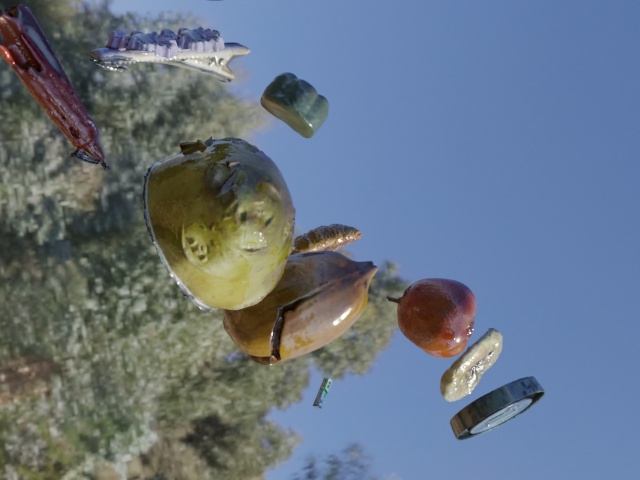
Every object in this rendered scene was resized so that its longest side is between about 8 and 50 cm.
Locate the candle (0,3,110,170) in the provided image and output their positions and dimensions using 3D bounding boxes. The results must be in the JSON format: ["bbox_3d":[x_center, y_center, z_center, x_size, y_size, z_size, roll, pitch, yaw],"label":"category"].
[{"bbox_3d":[-0.416,-0.232,1.401,0.059,0.084,0.302,8,-42,43],"label":"candle"}]

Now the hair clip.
[{"bbox_3d":[-0.227,-0.283,1.339,0.106,0.292,0.085,26,-67,33],"label":"hair clip"}]

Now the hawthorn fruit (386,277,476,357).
[{"bbox_3d":[0.265,0.174,2.145,0.225,0.196,0.197,20,-55,13],"label":"hawthorn fruit"}]

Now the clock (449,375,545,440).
[{"bbox_3d":[0.375,0.358,1.885,0.042,0.215,0.215,62,-31,24],"label":"clock"}]

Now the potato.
[{"bbox_3d":[-0.120,-0.023,1.410,0.196,0.299,0.247,-11,-121,24],"label":"potato"}]

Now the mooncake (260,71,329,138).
[{"bbox_3d":[-0.063,-0.336,2.210,0.168,0.104,0.175,14,-25,44],"label":"mooncake"}]

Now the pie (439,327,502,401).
[{"bbox_3d":[0.375,0.311,2.225,0.052,0.185,0.218,42,-84,31],"label":"pie"}]

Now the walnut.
[{"bbox_3d":[-0.037,0.125,1.797,0.209,0.336,0.209,63,5,-9],"label":"walnut"}]

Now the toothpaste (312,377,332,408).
[{"bbox_3d":[0.005,0.397,2.304,0.020,0.017,0.083,-11,-133,48],"label":"toothpaste"}]

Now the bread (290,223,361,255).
[{"bbox_3d":[0.000,0.000,2.510,0.105,0.233,0.076,89,-17,-71],"label":"bread"}]
